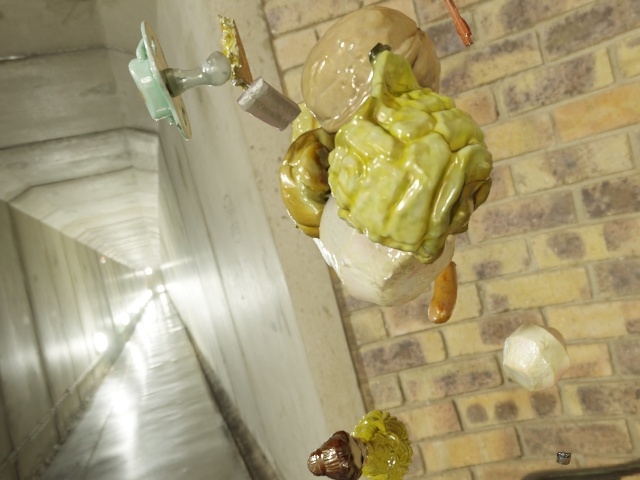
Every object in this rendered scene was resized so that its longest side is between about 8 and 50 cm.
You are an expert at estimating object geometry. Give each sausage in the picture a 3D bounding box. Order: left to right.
[{"bbox_3d":[0.475,0.202,2.133,0.108,0.271,0.109,11,-33,7],"label":"sausage"}]

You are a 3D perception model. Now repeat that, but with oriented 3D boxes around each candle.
[{"bbox_3d":[0.288,-0.497,1.190,0.026,0.167,0.021,-27,-1,17],"label":"candle"}]

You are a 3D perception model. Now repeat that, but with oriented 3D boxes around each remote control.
[{"bbox_3d":[0.700,0.629,1.582,0.039,0.014,0.096,-2,-36,19],"label":"remote control"}]

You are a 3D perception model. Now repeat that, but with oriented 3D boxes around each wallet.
[{"bbox_3d":[0.000,0.000,1.881,0.033,0.190,0.095,-26,-15,-10],"label":"wallet"}]

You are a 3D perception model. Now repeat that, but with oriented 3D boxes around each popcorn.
[{"bbox_3d":[0.143,-0.106,0.863,0.237,0.293,0.293,26,19,22],"label":"popcorn"}]

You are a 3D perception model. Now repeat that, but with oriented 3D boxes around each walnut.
[{"bbox_3d":[0.137,-0.422,1.465,0.381,0.381,0.381,-14,1,0],"label":"walnut"}]

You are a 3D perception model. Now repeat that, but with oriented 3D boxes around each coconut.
[{"bbox_3d":[0.154,-0.020,1.327,0.352,0.353,0.352,-14,1,0],"label":"coconut"},{"bbox_3d":[0.829,0.435,2.099,0.259,0.259,0.259,-14,1,0],"label":"coconut"}]

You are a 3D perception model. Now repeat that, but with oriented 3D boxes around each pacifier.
[{"bbox_3d":[-0.386,-0.468,1.564,0.269,0.343,0.288,-17,47,-5],"label":"pacifier"}]

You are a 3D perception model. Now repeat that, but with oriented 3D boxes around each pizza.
[{"bbox_3d":[-0.284,-0.581,1.785,0.075,0.280,0.288,-13,29,4],"label":"pizza"}]

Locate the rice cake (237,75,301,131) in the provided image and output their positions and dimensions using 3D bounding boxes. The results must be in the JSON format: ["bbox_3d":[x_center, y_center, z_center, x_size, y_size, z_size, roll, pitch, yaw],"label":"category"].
[{"bbox_3d":[-0.150,-0.406,1.665,0.106,0.050,0.298,-44,-14,12],"label":"rice cake"}]

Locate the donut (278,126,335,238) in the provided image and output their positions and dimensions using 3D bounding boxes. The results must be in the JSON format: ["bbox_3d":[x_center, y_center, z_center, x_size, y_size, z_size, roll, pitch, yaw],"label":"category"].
[{"bbox_3d":[0.034,-0.171,1.669,0.170,0.360,0.360,-9,5,37],"label":"donut"}]

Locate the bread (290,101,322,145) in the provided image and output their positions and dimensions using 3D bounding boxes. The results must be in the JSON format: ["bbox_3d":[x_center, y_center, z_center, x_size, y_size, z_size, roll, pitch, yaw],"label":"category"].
[{"bbox_3d":[0.085,-0.407,2.164,0.233,0.245,0.361,-14,-23,40],"label":"bread"}]

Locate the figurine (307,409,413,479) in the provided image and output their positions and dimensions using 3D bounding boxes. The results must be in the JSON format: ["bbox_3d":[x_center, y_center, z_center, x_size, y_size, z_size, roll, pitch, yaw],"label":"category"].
[{"bbox_3d":[0.104,0.527,1.370,0.168,0.187,0.315,1,-13,27],"label":"figurine"}]
